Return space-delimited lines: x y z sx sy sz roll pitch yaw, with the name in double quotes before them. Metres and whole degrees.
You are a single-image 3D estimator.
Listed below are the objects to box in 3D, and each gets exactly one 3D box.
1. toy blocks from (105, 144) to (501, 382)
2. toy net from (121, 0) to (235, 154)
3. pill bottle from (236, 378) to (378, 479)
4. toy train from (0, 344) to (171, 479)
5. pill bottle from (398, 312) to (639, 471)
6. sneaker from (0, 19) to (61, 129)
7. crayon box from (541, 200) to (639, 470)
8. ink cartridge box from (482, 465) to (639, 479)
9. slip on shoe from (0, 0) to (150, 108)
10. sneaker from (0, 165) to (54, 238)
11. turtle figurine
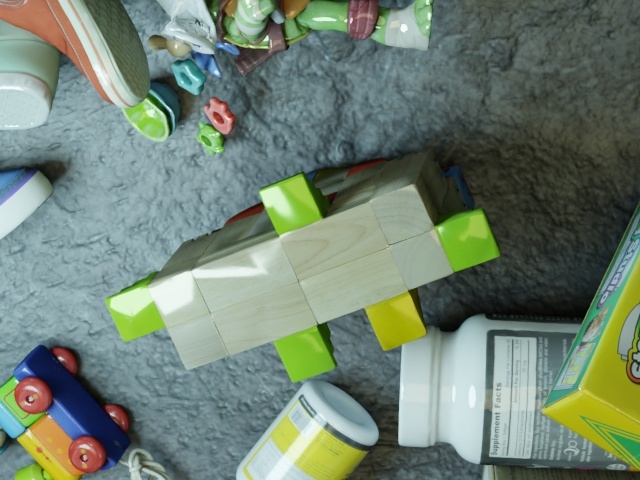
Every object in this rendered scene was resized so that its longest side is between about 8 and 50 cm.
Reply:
"toy blocks" 0.000 0.000 1.764 0.381 0.261 0.191 -21 103 15
"toy net" -0.140 -0.168 1.761 0.122 0.232 0.045 39 60 12
"pill bottle" -0.027 0.250 1.889 0.103 0.103 0.184 37 103 -5
"toy train" -0.278 0.249 1.913 0.143 0.105 0.248 -38 98 21
"pill bottle" 0.224 0.159 1.823 0.278 0.162 0.162 2 103 4
"sneaker" -0.391 -0.188 1.811 0.256 0.151 0.094 3 138 8
"crayon box" 0.440 0.089 1.727 0.313 0.106 0.363 30 66 -2
"ink cartridge box" 0.268 0.299 1.812 0.193 0.235 0.088 7 102 3
"slip on shoe" -0.282 -0.249 1.743 0.101 0.123 0.331 -43 69 11
"sneaker" -0.475 -0.069 1.832 0.323 0.130 0.236 -26 104 15
"turtle figurine" -0.018 -0.285 1.722 0.266 0.198 0.275 3 106 -1
